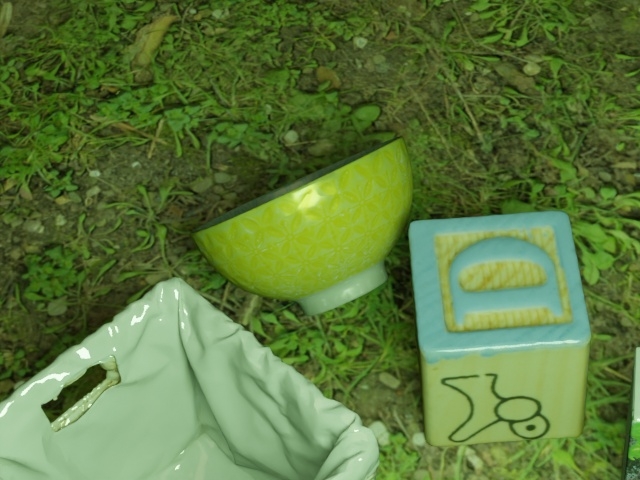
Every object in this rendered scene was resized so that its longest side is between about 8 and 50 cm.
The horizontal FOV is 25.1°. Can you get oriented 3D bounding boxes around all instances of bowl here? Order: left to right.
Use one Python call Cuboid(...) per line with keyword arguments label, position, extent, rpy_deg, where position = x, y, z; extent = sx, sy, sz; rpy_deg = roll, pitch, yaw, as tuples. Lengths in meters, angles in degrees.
Cuboid(label="bowl", position=(0.000, 0.000, 1.765), extent=(0.289, 0.289, 0.156), rpy_deg=(-25, 95, -14))

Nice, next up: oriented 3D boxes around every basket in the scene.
Cuboid(label="basket", position=(-0.150, 0.284, 1.495), extent=(0.328, 0.266, 0.331), rpy_deg=(-39, 56, -23))

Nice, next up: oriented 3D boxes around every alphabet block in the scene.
Cuboid(label="alphabet block", position=(0.203, 0.103, 1.649), extent=(0.192, 0.197, 0.193), rpy_deg=(-3, 50, 3))

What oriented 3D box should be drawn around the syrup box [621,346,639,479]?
Cuboid(label="syrup box", position=(0.367, 0.219, 1.505), extent=(0.093, 0.237, 0.096), rpy_deg=(4, 50, 10))
